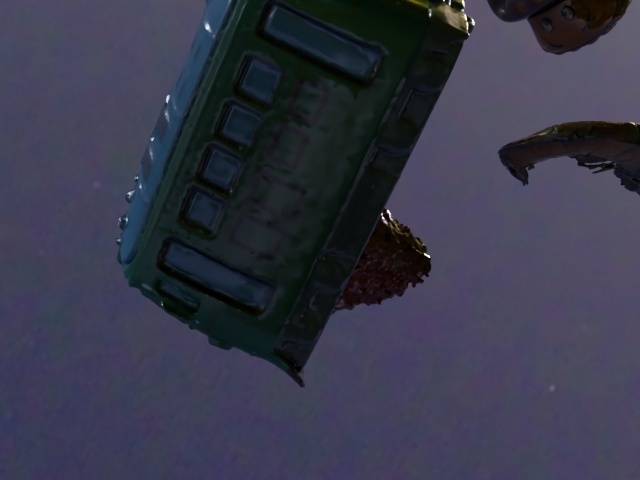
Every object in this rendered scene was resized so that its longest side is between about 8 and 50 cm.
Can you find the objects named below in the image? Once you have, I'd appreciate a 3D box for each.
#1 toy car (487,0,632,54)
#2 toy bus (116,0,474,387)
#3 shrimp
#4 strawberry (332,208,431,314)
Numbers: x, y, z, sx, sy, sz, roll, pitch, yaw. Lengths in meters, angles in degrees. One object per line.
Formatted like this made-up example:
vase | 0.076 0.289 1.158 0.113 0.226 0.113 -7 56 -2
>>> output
toy car | 0.386 -0.450 2.291 0.240 0.271 0.340 50 -135 -13
toy bus | -0.031 -0.077 1.172 0.199 0.343 0.183 21 -157 -8
shrimp | 0.344 -0.092 1.832 0.290 0.222 0.054 20 -112 -53
strawberry | -0.004 0.000 1.381 0.192 0.140 0.085 44 180 23
